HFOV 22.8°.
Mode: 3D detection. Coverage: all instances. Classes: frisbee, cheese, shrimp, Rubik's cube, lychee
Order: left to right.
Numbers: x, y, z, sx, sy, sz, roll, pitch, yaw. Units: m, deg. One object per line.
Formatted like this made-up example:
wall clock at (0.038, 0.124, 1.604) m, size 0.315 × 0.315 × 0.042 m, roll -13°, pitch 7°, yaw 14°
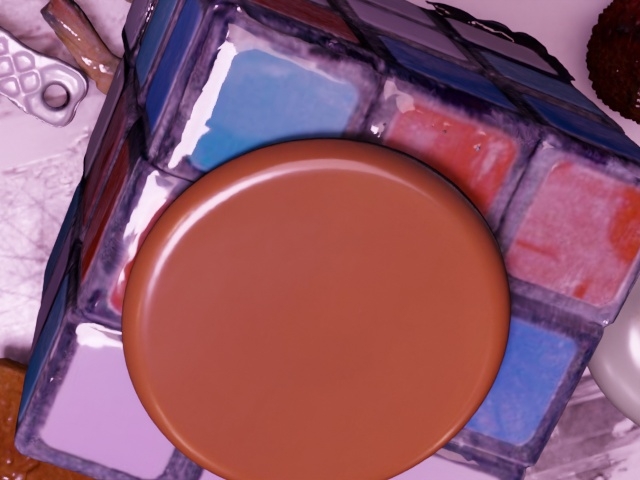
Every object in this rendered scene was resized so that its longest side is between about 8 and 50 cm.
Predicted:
cheese at (-0.319, -0.175, 1.263) m, size 0.286 × 0.082 × 0.163 m, roll 33°, pitch 94°, yaw -13°
shrimp at (-0.157, -0.190, 1.300) m, size 0.254 × 0.059 × 0.145 m, roll 24°, pitch 106°, yaw -18°
frisbee at (0.000, 0.055, 1.004) m, size 0.250 × 0.021 × 0.251 m, roll -2°, pitch 113°, yaw -6°
Rubik's cube at (0.000, 0.000, 1.181) m, size 0.362 × 0.363 × 0.359 m, roll 21°, pitch 108°, yaw -17°
lychee at (0.289, -0.163, 1.344) m, size 0.123 × 0.123 × 0.129 m, roll 40°, pitch 83°, yaw -13°

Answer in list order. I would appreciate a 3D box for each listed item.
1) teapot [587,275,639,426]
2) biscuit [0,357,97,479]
teapot at (0.370, 0.088, 1.379) m, size 0.318 × 0.149 × 0.220 m, roll 27°, pitch 86°, yaw -11°
biscuit at (-0.221, 0.209, 1.286) m, size 0.301 × 0.043 × 0.278 m, roll -25°, pitch 79°, yaw 19°
